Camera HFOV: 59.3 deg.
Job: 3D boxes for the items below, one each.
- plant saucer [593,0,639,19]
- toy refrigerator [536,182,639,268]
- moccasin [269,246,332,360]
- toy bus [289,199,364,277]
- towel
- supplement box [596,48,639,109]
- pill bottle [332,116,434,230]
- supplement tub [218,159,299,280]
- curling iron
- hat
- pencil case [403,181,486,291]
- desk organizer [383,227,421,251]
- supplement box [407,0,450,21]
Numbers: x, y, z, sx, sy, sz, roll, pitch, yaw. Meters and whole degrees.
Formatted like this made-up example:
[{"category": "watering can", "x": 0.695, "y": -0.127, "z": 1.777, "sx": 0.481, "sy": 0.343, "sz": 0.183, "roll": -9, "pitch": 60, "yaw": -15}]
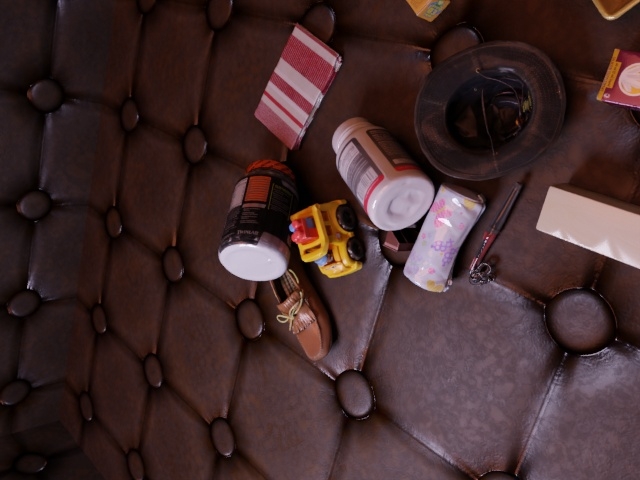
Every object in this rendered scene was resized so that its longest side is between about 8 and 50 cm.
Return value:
[{"category": "plant saucer", "x": 0.639, "y": -0.653, "z": 1.089, "sx": 0.332, "sy": 0.081, "sz": 0.333, "roll": -35, "pitch": 70, "yaw": 37}, {"category": "toy refrigerator", "x": 0.602, "y": -0.028, "z": 1.158, "sx": 0.269, "sy": 0.094, "sz": 0.102, "roll": 27, "pitch": 117, "yaw": 38}, {"category": "moccasin", "x": -0.078, "y": 0.189, "z": 1.737, "sx": 0.139, "sy": 0.147, "sz": 0.380, "roll": -31, "pitch": 73, "yaw": 39}, {"category": "toy bus", "x": 0.000, "y": 0.000, "z": 1.616, "sx": 0.149, "sy": 0.211, "sz": 0.220, "roll": -22, "pitch": 80, "yaw": 39}, {"category": "towel", "x": -0.076, "y": -0.480, "z": 1.769, "sx": 0.237, "sy": 0.037, "sz": 0.329, "roll": 47, "pitch": 120, "yaw": 32}, {"category": "supplement box", "x": 0.659, "y": -0.300, "z": 1.094, "sx": 0.188, "sy": 0.081, "sz": 0.104, "roll": 26, "pitch": 110, "yaw": 37}, {"category": "pill bottle", "x": 0.147, "y": -0.187, "z": 1.465, "sx": 0.176, "sy": 0.176, "sz": 0.318, "roll": -58, "pitch": 40, "yaw": 28}, {"category": "supplement tub", "x": -0.176, "y": -0.066, "z": 1.695, "sx": 0.207, "sy": 0.207, "sz": 0.338, "roll": -27, "pitch": 41, "yaw": 39}, {"category": "curling iron", "x": 0.425, "y": -0.012, "z": 1.353, "sx": 0.068, "sy": 0.035, "sz": 0.274, "roll": 30, "pitch": 113, "yaw": 32}, {"category": "hat", "x": 0.389, "y": -0.293, "z": 1.300, "sx": 0.331, "sy": 0.134, "sz": 0.331, "roll": 2, "pitch": 96, "yaw": 23}, {"category": "pencil case", "x": 0.308, "y": -0.006, "z": 1.404, "sx": 0.124, "sy": 0.113, "sz": 0.273, "roll": 35, "pitch": 114, "yaw": 38}, {"category": "desk organizer", "x": 0.224, "y": -0.004, "z": 1.468, "sx": 0.047, "sy": 0.130, "sz": 0.050, "roll": 26, "pitch": 108, "yaw": 38}, {"category": "supplement box", "x": 0.235, "y": -0.678, "z": 1.449, "sx": 0.080, "sy": 0.078, "sz": 0.233, "roll": -44, "pitch": 64, "yaw": 34}]
